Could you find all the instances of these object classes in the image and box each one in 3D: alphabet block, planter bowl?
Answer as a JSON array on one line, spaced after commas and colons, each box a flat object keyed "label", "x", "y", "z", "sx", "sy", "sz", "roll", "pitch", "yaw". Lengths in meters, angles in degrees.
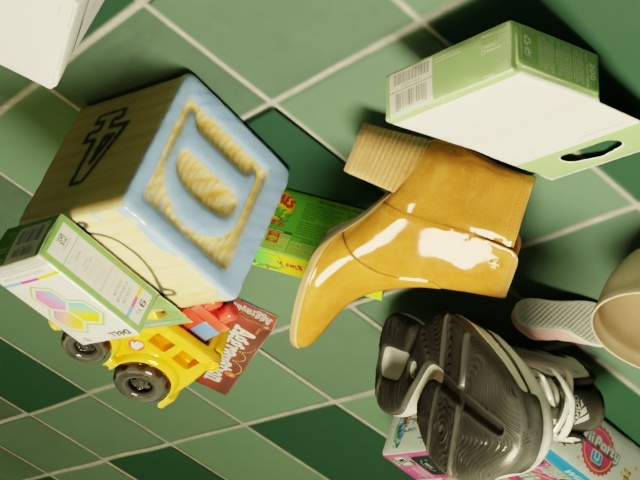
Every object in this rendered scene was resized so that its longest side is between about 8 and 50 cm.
[{"label": "alphabet block", "x": -0.187, "y": -0.047, "z": 1.546, "sx": 0.197, "sy": 0.193, "sz": 0.192, "roll": -11, "pitch": 134, "yaw": 43}, {"label": "planter bowl", "x": 0.377, "y": 0.058, "z": 1.428, "sx": 0.162, "sy": 0.109, "sz": 0.162, "roll": 16, "pitch": 150, "yaw": 10}]

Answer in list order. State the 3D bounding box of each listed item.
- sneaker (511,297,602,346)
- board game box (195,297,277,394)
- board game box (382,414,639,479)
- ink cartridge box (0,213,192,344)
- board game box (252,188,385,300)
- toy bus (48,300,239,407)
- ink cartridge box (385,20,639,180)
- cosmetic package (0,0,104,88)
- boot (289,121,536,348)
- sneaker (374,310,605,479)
[{"label": "sneaker", "x": 0.291, "y": 0.097, "z": 1.612, "sx": 0.134, "sy": 0.051, "sz": 0.070, "roll": 11, "pitch": 169, "yaw": -2}, {"label": "board game box", "x": -0.167, "y": 0.145, "z": 2.001, "sx": 0.145, "sy": 0.027, "sz": 0.281, "roll": 24, "pitch": 150, "yaw": -6}, {"label": "board game box", "x": 0.272, "y": 0.303, "z": 1.900, "sx": 0.224, "sy": 0.097, "sz": 0.303, "roll": 38, "pitch": 146, "yaw": -26}, {"label": "ink cartridge box", "x": -0.257, "y": 0.062, "z": 1.511, "sx": 0.109, "sy": 0.062, "sz": 0.209, "roll": -13, "pitch": 135, "yaw": 44}, {"label": "board game box", "x": 0.000, "y": 0.000, "z": 1.596, "sx": 0.181, "sy": 0.092, "sz": 0.043, "roll": 15, "pitch": 149, "yaw": 12}, {"label": "toy bus", "x": -0.217, "y": 0.094, "z": 1.800, "sx": 0.220, "sy": 0.149, "sz": 0.211, "roll": 39, "pitch": 132, "yaw": -25}, {"label": "ink cartridge box", "x": 0.204, "y": -0.129, "z": 1.304, "sx": 0.235, "sy": 0.056, "sz": 0.171, "roll": 13, "pitch": 160, "yaw": -36}, {"label": "cosmetic package", "x": -0.276, "y": -0.295, "z": 1.177, "sx": 0.224, "sy": 0.224, "sz": 0.138, "roll": 25, "pitch": 147, "yaw": -6}, {"label": "boot", "x": 0.099, "y": 0.029, "z": 1.467, "sx": 0.211, "sy": 0.104, "sz": 0.295, "roll": 23, "pitch": 116, "yaw": 4}, {"label": "sneaker", "x": 0.239, "y": 0.172, "z": 1.564, "sx": 0.257, "sy": 0.169, "sz": 0.447, "roll": 7, "pitch": -176, "yaw": -13}]
